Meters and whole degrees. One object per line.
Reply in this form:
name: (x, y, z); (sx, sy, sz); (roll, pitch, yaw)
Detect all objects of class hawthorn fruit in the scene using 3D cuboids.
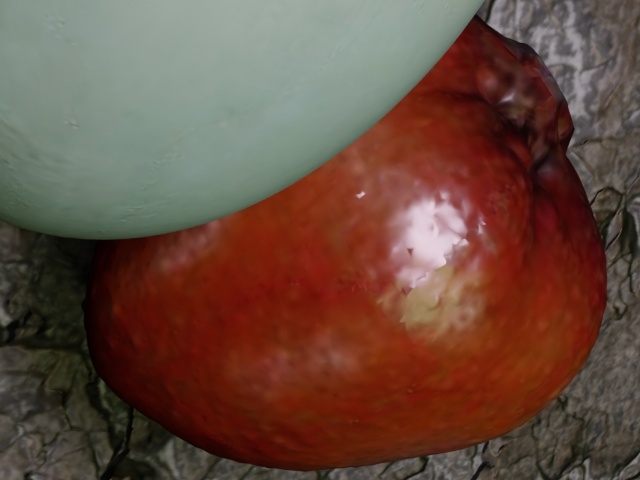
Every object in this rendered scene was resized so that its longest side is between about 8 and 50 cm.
hawthorn fruit: (0.011, -0.003, 0.775); (0.311, 0.295, 0.295); (-41, 132, -6)

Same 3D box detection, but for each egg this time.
egg: (-0.046, -0.176, 0.551); (0.276, 0.276, 0.389); (20, 113, -39)
